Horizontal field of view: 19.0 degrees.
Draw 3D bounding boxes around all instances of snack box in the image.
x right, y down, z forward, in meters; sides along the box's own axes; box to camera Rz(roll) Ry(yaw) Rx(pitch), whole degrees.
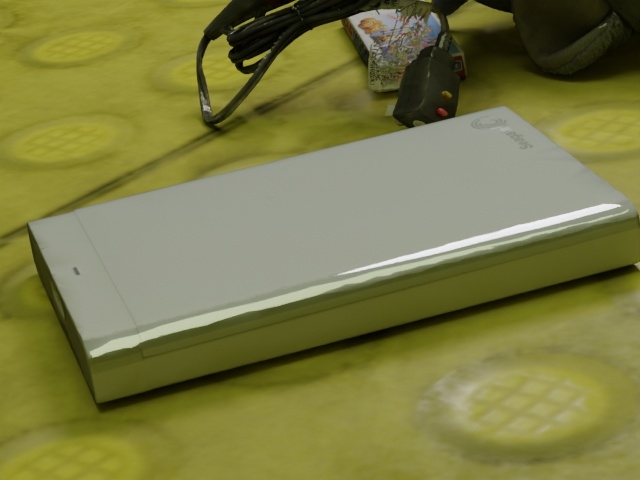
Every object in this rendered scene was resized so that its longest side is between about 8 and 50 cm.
[{"bbox_3d":[0.060,-0.153,1.443,0.064,0.022,0.178,-10,23,-5],"label":"snack box"}]

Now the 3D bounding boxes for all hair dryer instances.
[{"bbox_3d":[0.017,-0.218,1.316,0.223,0.293,0.080,9,-12,30],"label":"hair dryer"}]

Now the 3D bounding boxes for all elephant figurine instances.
[{"bbox_3d":[0.196,-0.197,1.356,0.169,0.186,0.239,-45,64,-3],"label":"elephant figurine"}]

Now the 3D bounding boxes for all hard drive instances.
[{"bbox_3d":[0.000,0.000,1.094,0.307,0.040,0.203,-15,24,-13],"label":"hard drive"}]
